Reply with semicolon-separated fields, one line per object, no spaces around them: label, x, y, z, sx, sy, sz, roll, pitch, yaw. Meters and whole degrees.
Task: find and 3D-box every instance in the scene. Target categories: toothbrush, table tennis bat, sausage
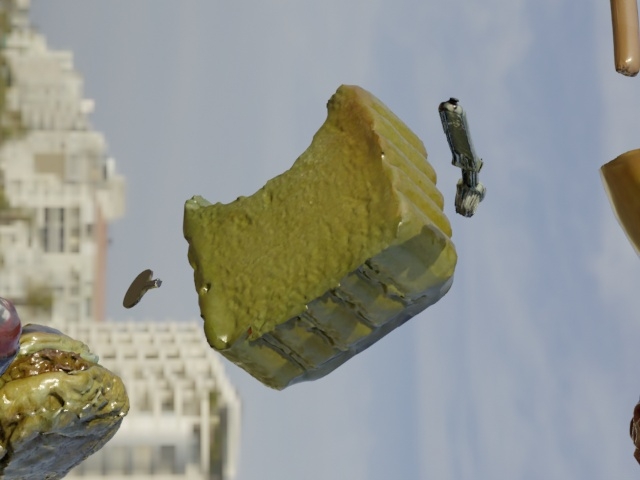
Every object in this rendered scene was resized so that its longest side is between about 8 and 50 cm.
toothbrush;0.111;-0.064;1.318;0.294;0.026;0.028;65;45;-74
table tennis bat;-0.196;0.052;1.887;0.083;0.007;0.050;-17;-137;58
sausage;0.266;-0.191;1.499;0.026;0.026;0.116;107;-11;-56

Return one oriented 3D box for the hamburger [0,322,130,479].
hamburger;-0.288;0.165;1.617;0.130;0.206;0.183;59;16;24

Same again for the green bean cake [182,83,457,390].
green bean cake;0.000;0.000;1.588;0.124;0.236;0.233;40;22;-39

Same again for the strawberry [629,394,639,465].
strawberry;0.537;0.174;1.924;0.345;0.317;0.295;-66;160;1

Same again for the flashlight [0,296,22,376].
flashlight;-0.305;0.152;1.356;0.093;0.093;0.232;-112;-141;-64

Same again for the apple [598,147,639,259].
apple;0.439;-0.024;1.674;0.314;0.309;0.252;50;-35;41
